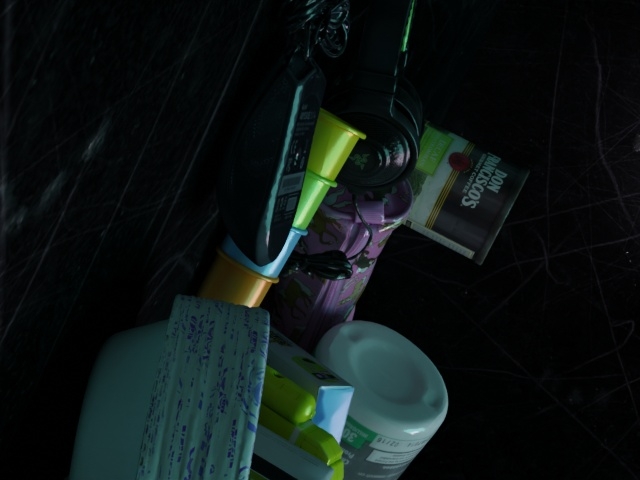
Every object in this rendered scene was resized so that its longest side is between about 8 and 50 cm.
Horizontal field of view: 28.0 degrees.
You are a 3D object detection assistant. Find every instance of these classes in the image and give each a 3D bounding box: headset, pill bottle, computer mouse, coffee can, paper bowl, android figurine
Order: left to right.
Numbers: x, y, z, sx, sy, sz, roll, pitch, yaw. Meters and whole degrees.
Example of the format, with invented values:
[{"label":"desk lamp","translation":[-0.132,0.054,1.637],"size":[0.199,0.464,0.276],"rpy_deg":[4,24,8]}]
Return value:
[{"label":"paper bowl","translation":[-0.138,0.189,1.143],"size":[0.284,0.148,0.284],"rpy_deg":[-171,-90,-87]},{"label":"android figurine","translation":[-0.083,0.280,1.602],"size":[0.056,0.273,0.248],"rpy_deg":[-9,130,-63]},{"label":"computer mouse","translation":[-0.046,-0.112,1.234],"size":[0.188,0.072,0.272],"rpy_deg":[-7,112,-80]},{"label":"pill bottle","translation":[0.010,0.303,1.831],"size":[0.361,0.204,0.204],"rpy_deg":[-58,177,33]},{"label":"headset","translation":[0.033,-0.140,1.560],"size":[0.243,0.185,0.394],"rpy_deg":[-65,166,-74]},{"label":"coffee can","translation":[0.227,-0.104,2.419],"size":[0.202,0.275,0.201],"rpy_deg":[-61,173,-13]}]

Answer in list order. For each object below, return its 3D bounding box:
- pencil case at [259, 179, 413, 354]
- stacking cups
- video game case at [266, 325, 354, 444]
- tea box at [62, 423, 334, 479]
[{"label":"pencil case","translation":[0.006,0.042,1.832],"size":[0.160,0.167,0.386],"rpy_deg":[-26,149,-39]},{"label":"stacking cups","translation":[-0.072,-0.006,1.416],"size":[0.316,0.096,0.096],"rpy_deg":[-58,174,7]},{"label":"video game case","translation":[-0.073,0.271,1.722],"size":[0.244,0.061,0.270],"rpy_deg":[31,-70,54]},{"label":"tea box","translation":[-0.184,0.387,1.441],"size":[0.329,0.220,0.323],"rpy_deg":[-65,169,20]}]
